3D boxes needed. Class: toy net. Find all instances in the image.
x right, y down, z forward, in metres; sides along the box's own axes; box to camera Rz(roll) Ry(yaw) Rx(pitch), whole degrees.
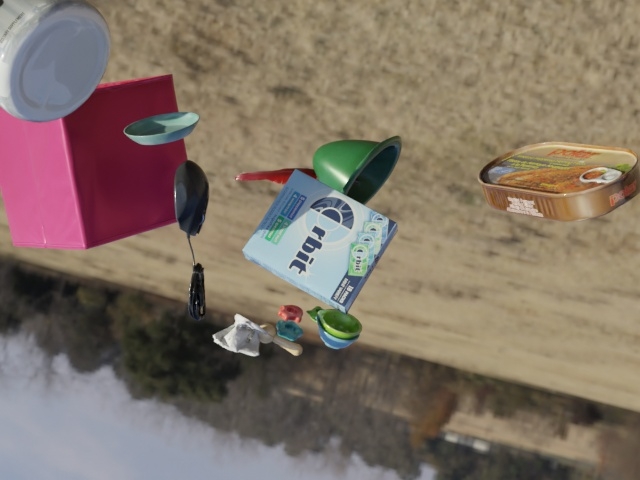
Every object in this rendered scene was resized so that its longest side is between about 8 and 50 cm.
[{"bbox_3d":[-0.056,0.122,1.708,0.232,0.045,0.122,2,-147,-33],"label":"toy net"}]

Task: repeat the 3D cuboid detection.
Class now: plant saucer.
[{"bbox_3d":[-0.244,-0.171,1.780,0.119,0.021,0.119,-8,-159,3],"label":"plant saucer"}]

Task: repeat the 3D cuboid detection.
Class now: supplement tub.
[{"bbox_3d":[-0.501,-0.344,1.767,0.338,0.207,0.207,36,-177,26],"label":"supplement tub"}]

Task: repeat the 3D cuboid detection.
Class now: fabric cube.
[{"bbox_3d":[-0.408,-0.140,2.034,0.259,0.258,0.254,1,-164,46],"label":"fabric cube"}]

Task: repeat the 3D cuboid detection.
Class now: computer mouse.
[{"bbox_3d":[-0.180,0.001,1.694,0.041,0.242,0.071,-1,-164,11],"label":"computer mouse"}]

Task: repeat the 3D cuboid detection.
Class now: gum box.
[{"bbox_3d":[0.000,0.000,1.754,0.184,0.157,0.041,29,166,14],"label":"gum box"}]

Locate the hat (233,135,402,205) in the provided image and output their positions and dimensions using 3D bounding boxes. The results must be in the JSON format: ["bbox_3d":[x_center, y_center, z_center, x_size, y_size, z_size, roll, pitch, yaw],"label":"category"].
[{"bbox_3d":[0.007,-0.149,1.943,0.183,0.173,0.208,38,-140,16],"label":"hat"}]

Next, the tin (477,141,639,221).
[{"bbox_3d":[0.241,-0.061,1.160,0.189,0.106,0.040,16,135,59],"label":"tin"}]
